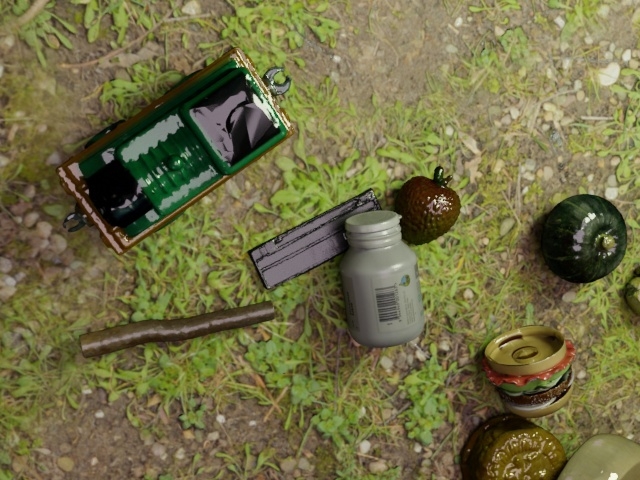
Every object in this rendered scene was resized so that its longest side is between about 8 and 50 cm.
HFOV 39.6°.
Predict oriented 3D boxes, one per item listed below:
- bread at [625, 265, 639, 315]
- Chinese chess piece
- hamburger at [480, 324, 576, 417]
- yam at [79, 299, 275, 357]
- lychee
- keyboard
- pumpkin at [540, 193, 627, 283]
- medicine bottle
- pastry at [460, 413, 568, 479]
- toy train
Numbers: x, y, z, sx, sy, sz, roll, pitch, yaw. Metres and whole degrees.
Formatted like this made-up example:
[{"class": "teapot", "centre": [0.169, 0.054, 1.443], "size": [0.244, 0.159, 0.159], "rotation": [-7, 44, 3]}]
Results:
[{"class": "bread", "centre": [0.668, 0.102, 1.727], "size": [0.156, 0.064, 0.117], "rotation": [7, 95, -17]}, {"class": "Chinese chess piece", "centre": [0.525, 0.495, 1.672], "size": [0.273, 0.102, 0.273], "rotation": [-22, 124, -37]}, {"class": "hamburger", "centre": [0.389, 0.246, 1.625], "size": [0.175, 0.175, 0.137], "rotation": [-24, 110, -10]}, {"class": "yam", "centre": [-0.239, 0.147, 1.503], "size": [0.326, 0.045, 0.045], "rotation": [-10, 69, -14]}, {"class": "lychee", "centre": [0.187, -0.059, 1.551], "size": [0.114, 0.114, 0.146], "rotation": [23, 109, -17]}, {"class": "keyboard", "centre": [0.000, 0.000, 1.558], "size": [0.250, 0.017, 0.087], "rotation": [-28, 103, -10]}, {"class": "pumpkin", "centre": [0.483, -0.003, 1.631], "size": [0.167, 0.125, 0.167], "rotation": [-2, 113, -4]}, {"class": "medicine bottle", "centre": [0.102, 0.063, 1.526], "size": [0.135, 0.135, 0.215], "rotation": [-12, 106, -13]}, {"class": "pastry", "centre": [0.363, 0.427, 1.673], "size": [0.188, 0.103, 0.189], "rotation": [-2, 99, -14]}, {"class": "toy train", "centre": [-0.211, -0.136, 1.359], "size": [0.429, 0.249, 0.178], "rotation": [-36, 106, -8]}]
